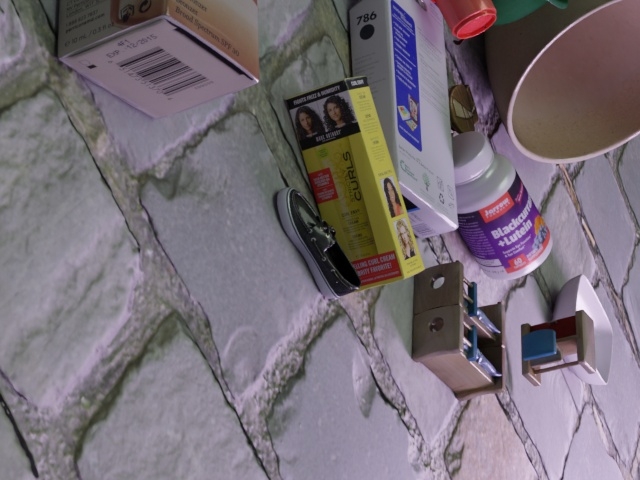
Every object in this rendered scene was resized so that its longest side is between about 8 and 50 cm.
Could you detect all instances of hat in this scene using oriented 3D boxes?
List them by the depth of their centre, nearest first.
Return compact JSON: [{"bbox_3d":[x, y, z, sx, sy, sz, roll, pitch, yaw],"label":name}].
[{"bbox_3d":[0.216,-0.314,1.931,0.208,0.183,0.173,20,34,-45],"label":"hat"}]

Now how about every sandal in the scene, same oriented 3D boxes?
[{"bbox_3d":[0.186,-0.180,1.975,0.180,0.049,0.072,-44,121,-75],"label":"sandal"}]

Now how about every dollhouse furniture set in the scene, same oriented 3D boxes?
[{"bbox_3d":[0.225,0.098,1.749,0.129,0.184,0.129,42,41,-44],"label":"dollhouse furniture set"}]

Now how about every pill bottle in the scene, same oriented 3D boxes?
[{"bbox_3d":[0.226,-0.049,1.907,0.193,0.108,0.108,56,33,-30],"label":"pill bottle"}]

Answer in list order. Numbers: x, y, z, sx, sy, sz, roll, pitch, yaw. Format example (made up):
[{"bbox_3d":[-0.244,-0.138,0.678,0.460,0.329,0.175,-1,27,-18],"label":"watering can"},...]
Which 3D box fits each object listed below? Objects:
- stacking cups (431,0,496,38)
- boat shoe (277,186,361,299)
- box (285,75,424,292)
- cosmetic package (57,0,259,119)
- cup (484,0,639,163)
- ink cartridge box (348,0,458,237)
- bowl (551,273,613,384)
[{"bbox_3d":[0.135,-0.409,1.876,0.096,0.096,0.316,2,62,-61],"label":"stacking cups"},{"bbox_3d":[0.000,0.000,1.544,0.142,0.040,0.049,61,31,-23],"label":"boat shoe"},{"bbox_3d":[0.039,-0.062,1.602,0.058,0.087,0.232,-21,96,-60],"label":"box"},{"bbox_3d":[-0.148,-0.285,1.330,0.153,0.129,0.296,28,52,-52],"label":"cosmetic package"},{"bbox_3d":[0.380,-0.315,2.160,0.331,0.331,0.237,35,22,-50],"label":"cup"},{"bbox_3d":[0.105,-0.184,1.807,0.165,0.065,0.332,33,49,-51],"label":"ink cartridge box"},{"bbox_3d":[0.398,0.140,2.180,0.142,0.053,0.142,57,33,-28],"label":"bowl"}]
